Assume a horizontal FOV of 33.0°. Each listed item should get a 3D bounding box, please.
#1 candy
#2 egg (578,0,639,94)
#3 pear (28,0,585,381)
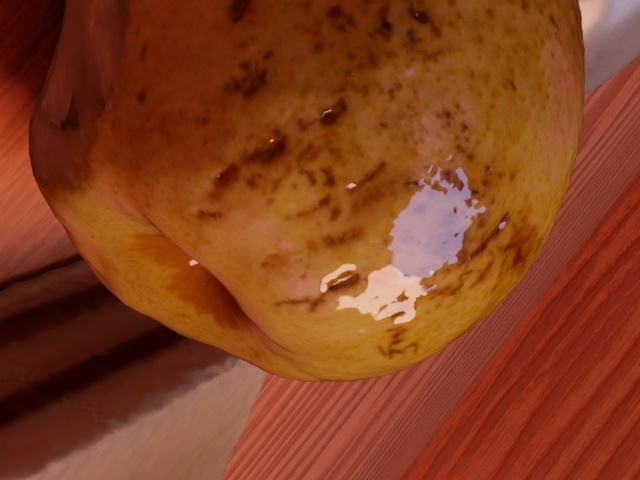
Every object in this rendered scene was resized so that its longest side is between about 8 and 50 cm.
[{"bbox_3d":[-0.170,0.125,0.642,0.320,0.135,0.179,-24,145,-57],"label":"candy"},{"bbox_3d":[0.177,-0.204,0.813,0.264,0.183,0.183,-55,163,27],"label":"egg"},{"bbox_3d":[0.000,-0.067,0.520,0.271,0.271,0.271,-46,161,-21],"label":"pear"}]
